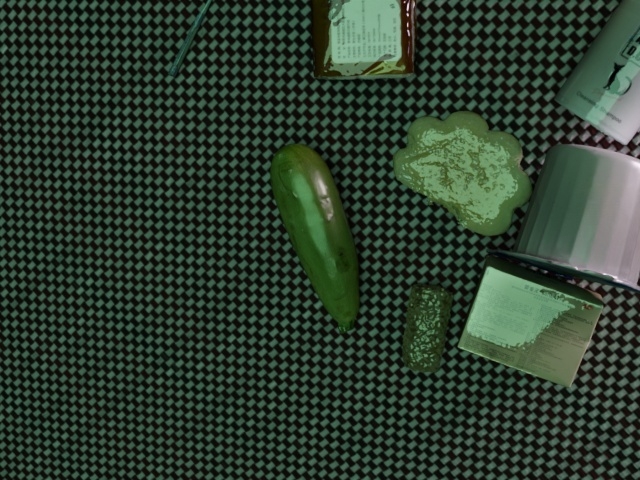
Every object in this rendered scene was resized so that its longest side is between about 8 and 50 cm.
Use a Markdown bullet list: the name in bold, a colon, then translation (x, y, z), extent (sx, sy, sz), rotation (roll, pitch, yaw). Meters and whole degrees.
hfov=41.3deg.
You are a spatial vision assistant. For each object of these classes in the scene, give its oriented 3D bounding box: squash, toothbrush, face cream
- **squash**: translation (0.005, -0.001, 1.564), extent (0.118, 0.118, 0.371), rotation (-17, 98, 16)
- **toothbrush**: translation (-0.233, -0.406, 1.587), extent (0.019, 0.016, 0.219), rotation (31, 107, 7)
- **face cream**: translation (0.537, -0.344, 1.351), extent (0.145, 0.145, 0.370), rotation (33, 107, 5)

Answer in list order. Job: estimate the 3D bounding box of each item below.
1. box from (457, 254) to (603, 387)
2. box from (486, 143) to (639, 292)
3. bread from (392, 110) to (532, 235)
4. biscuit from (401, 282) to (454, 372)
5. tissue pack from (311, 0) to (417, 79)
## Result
- **box**: translation (0.371, 0.141, 1.518), extent (0.212, 0.095, 0.168), rotation (20, 107, 8)
- **box**: translation (0.429, -0.042, 1.421), extent (0.291, 0.262, 0.206), rotation (17, 90, 53)
- **bread**: translation (0.260, -0.131, 1.517), extent (0.251, 0.039, 0.182), rotation (35, 107, 5)
- **biscuit**: translation (0.195, 0.163, 1.579), extent (0.082, 0.070, 0.168), rotation (10, 102, 2)
- **tissue pack**: translation (0.075, -0.394, 1.478), extent (0.183, 0.092, 0.226), rotation (1, 103, 13)
